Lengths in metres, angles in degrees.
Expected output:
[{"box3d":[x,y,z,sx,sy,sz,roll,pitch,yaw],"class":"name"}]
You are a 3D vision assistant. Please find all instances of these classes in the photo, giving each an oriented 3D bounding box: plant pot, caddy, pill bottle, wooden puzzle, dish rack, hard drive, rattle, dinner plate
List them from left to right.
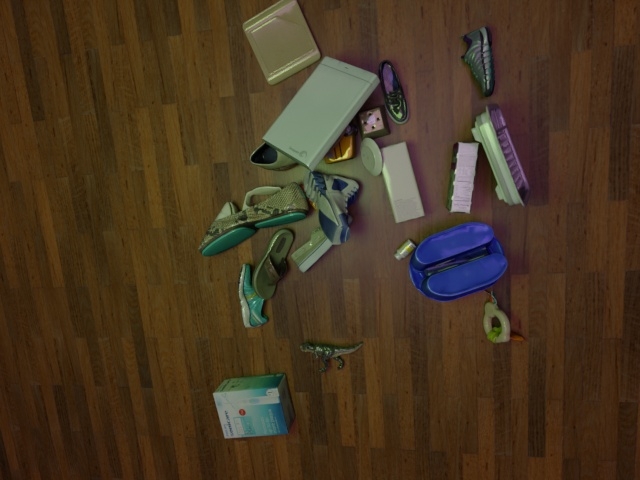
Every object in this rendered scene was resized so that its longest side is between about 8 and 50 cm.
[{"box3d":[-0.142,-0.731,1.475,0.221,0.044,0.238,-24,99,14],"class":"wooden puzzle"},{"box3d":[-0.005,-0.417,1.294,0.233,0.047,0.353,36,89,32],"class":"hard drive"},{"box3d":[0.177,-0.299,1.444,0.017,0.141,0.141,-19,97,-19],"class":"dinner plate"},{"box3d":[0.186,-0.423,1.436,0.109,0.096,0.109,-13,98,13],"class":"plant pot"},{"box3d":[0.320,0.037,1.520,0.043,0.043,0.083,44,105,1],"class":"pill bottle"},{"box3d":[0.487,0.078,1.428,0.341,0.179,0.241,-20,77,7],"class":"caddy"},{"box3d":[0.588,-0.274,1.307,0.072,0.285,0.333,-21,96,34],"class":"dish rack"},{"box3d":[0.680,0.274,1.483,0.143,0.130,0.199,-5,73,1],"class":"rattle"}]

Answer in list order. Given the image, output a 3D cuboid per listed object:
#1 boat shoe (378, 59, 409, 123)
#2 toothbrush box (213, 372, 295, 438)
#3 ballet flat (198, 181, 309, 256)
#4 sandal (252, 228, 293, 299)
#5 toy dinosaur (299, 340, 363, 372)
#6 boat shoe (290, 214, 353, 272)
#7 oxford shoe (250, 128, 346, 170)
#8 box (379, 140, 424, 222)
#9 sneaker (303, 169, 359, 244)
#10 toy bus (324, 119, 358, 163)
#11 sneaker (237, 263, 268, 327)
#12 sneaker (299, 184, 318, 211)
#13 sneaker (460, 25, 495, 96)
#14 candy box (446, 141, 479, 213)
[{"box3d":[0.257,-0.525,1.413,0.080,0.076,0.228,-14,97,13],"class":"boat shoe"},{"box3d":[-0.281,0.707,1.718,0.295,0.126,0.216,-9,98,14],"class":"toothbrush box"},{"box3d":[-0.275,-0.097,1.566,0.483,0.164,0.182,-22,75,16],"class":"ballet flat"},{"box3d":[-0.180,0.100,1.581,0.086,0.120,0.303,33,107,42],"class":"sandal"},{"box3d":[0.043,0.476,1.648,0.268,0.064,0.118,-3,93,8],"class":"toy dinosaur"},{"box3d":[0.000,0.000,1.545,0.094,0.109,0.302,45,108,3],"class":"boat shoe"},{"box3d":[-0.084,-0.337,1.406,0.397,0.146,0.140,-23,85,38],"class":"oxford shoe"},{"box3d":[0.290,-0.210,1.455,0.113,0.094,0.275,-14,97,13],"class":"box"},{"box3d":[0.071,-0.145,1.444,0.182,0.315,0.127,-8,142,-21],"class":"sneaker"},{"box3d":[0.053,-0.455,1.451,0.130,0.108,0.332,-10,98,15],"class":"toy bus"},{"box3d":[-0.281,0.224,1.659,0.110,0.107,0.275,-9,104,-7],"class":"sneaker"},{"box3d":[-0.016,-0.153,1.540,0.175,0.067,0.064,39,106,4],"class":"sneaker"},{"box3d":[0.532,-0.596,1.360,0.098,0.083,0.223,-2,98,35],"class":"sneaker"},{"box3d":[0.487,-0.216,1.382,0.071,0.159,0.233,6,102,12],"class":"candy box"}]
